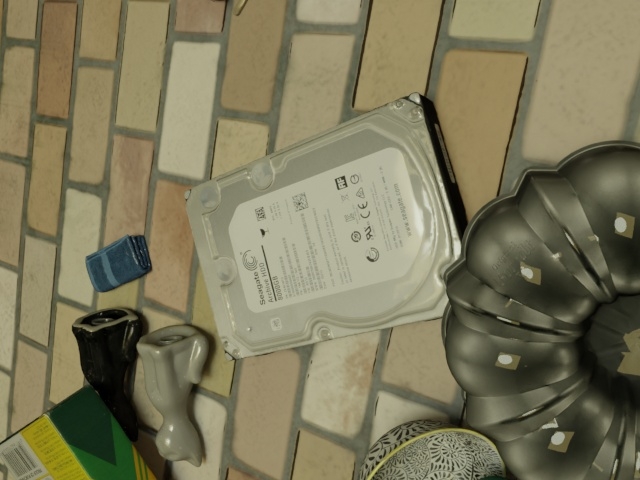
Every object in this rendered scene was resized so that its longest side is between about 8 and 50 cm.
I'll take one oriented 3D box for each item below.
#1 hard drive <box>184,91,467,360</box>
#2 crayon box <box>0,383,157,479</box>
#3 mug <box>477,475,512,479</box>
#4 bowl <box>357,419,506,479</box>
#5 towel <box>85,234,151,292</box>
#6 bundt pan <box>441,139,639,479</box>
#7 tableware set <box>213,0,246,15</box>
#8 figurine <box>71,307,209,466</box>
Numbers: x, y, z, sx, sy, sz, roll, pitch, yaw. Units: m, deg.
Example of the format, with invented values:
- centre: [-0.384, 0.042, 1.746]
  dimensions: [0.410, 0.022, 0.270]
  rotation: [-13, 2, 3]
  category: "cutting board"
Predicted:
- centre: [0.000, 0.000, 0.624]
  dimensions: [0.339, 0.064, 0.237]
  rotation: [-17, 85, 29]
  category: "hard drive"
- centre: [-0.327, 0.391, 0.776]
  dimensions: [0.202, 0.081, 0.318]
  rotation: [-33, 91, 34]
  category: "crayon box"
- centre: [0.158, 0.300, 0.483]
  dimensions: [0.097, 0.129, 0.158]
  rotation: [24, 107, 34]
  category: "mug"
- centre: [0.102, 0.254, 0.561]
  dimensions: [0.080, 0.170, 0.170]
  rotation: [-139, 61, -68]
  category: "bowl"
- centre: [-0.317, 0.037, 0.813]
  dimensions: [0.119, 0.029, 0.067]
  rotation: [-22, 84, 27]
  category: "towel"
- centre: [0.249, 0.081, 0.409]
  dimensions: [0.330, 0.124, 0.331]
  rotation: [2, 96, 23]
  category: "bundt pan"
- centre: [-0.109, -0.404, 0.665]
  dimensions: [0.128, 0.039, 0.194]
  rotation: [43, 111, 19]
  category: "tableware set"
- centre: [-0.260, 0.223, 0.773]
  dimensions: [0.214, 0.092, 0.209]
  rotation: [8, 106, 27]
  category: "figurine"
